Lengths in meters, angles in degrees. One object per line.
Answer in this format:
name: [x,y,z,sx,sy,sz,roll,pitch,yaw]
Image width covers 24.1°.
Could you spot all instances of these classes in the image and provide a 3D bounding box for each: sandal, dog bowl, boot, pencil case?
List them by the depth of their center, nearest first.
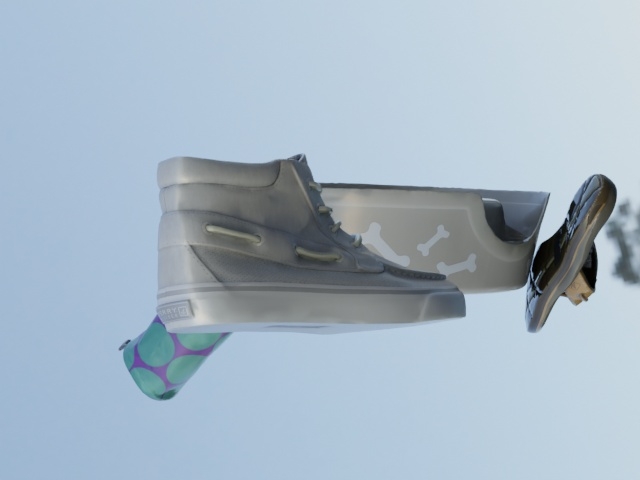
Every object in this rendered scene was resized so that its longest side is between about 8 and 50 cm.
boot: [0.000,0.000,1.029,0.258,0.095,0.123,4,-101,-43]
pencil case: [-0.103,0.066,1.263,0.064,0.151,0.070,41,-155,-5]
sandal: [0.253,0.021,1.478,0.090,0.060,0.219,-78,8,-45]
dog bowl: [0.060,-0.007,1.538,0.349,0.349,0.102,-6,-81,-66]
